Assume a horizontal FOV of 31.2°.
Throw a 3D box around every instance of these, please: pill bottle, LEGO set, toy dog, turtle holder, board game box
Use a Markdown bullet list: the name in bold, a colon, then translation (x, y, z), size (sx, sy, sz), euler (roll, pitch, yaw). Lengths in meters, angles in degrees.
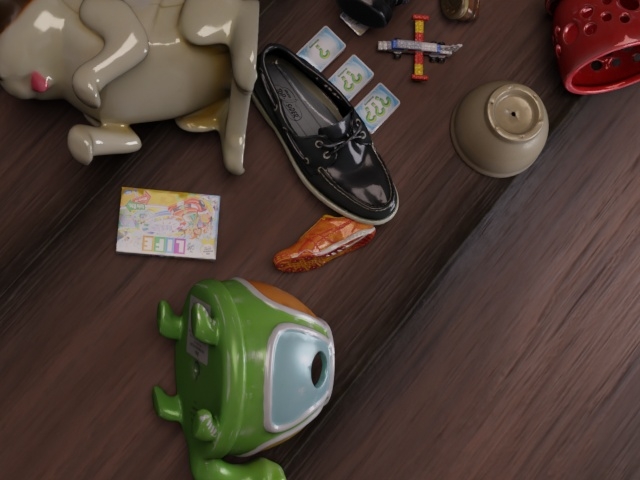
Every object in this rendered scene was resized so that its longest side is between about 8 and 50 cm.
- **pill bottle**: translation (0.115, -0.459, 1.849), size (0.123, 0.123, 0.219), euler (29, 80, -3)
- **LEGO set**: translation (0.107, -0.323, 1.888), size (0.182, 0.060, 0.244), euler (45, 75, -2)
- **toy dog**: translation (-0.303, -0.308, 1.709), size (0.408, 0.284, 0.395), euler (3, 65, -9)
- **turtle holder**: translation (-0.100, 0.213, 1.655), size (0.228, 0.243, 0.320), euler (0, 69, -26)
- **board game box**: translation (-0.237, -0.025, 1.787), size (0.154, 0.026, 0.103), euler (4, 79, -8)

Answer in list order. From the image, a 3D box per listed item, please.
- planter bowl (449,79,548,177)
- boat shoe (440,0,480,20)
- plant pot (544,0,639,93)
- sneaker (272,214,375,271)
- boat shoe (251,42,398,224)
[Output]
- **planter bowl**: translation (0.302, -0.193, 1.864), size (0.162, 0.109, 0.162), euler (2, 79, -8)
- **boat shoe**: translation (0.238, -0.455, 1.937), size (0.060, 0.064, 0.177), euler (7, 77, -39)
- **plant pot**: translation (0.470, -0.356, 1.889), size (0.191, 0.191, 0.174), euler (-10, 71, -11)
- **sneaker**: translation (0.000, 0.000, 1.810), size (0.175, 0.064, 0.067), euler (-22, 68, -20)
- **boat shoe**: translation (0.008, -0.175, 1.793), size (0.127, 0.113, 0.340), euler (-29, 76, -19)
